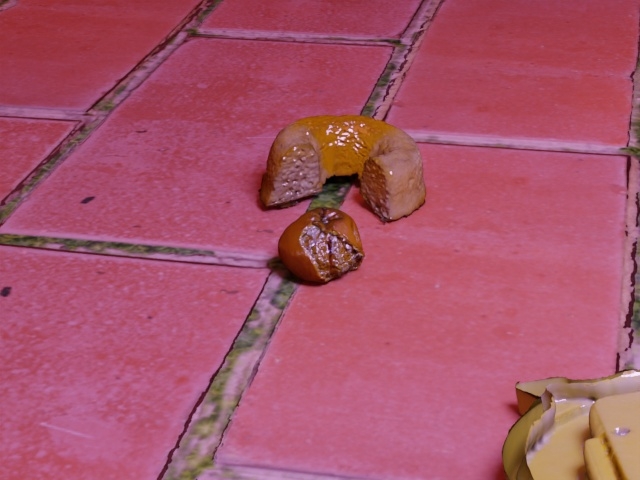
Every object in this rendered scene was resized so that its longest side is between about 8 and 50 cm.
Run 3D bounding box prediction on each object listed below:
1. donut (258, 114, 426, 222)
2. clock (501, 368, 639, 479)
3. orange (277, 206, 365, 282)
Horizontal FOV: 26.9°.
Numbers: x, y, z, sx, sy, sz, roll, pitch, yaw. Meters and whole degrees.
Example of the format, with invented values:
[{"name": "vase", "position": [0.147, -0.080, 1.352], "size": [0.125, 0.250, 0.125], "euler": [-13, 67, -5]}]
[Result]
[{"name": "donut", "position": [0.027, -0.085, 1.432], "size": [0.181, 0.078, 0.146], "euler": [7, 31, 13]}, {"name": "clock", "position": [0.269, 0.163, 0.936], "size": [0.277, 0.071, 0.293], "euler": [-6, 15, 9]}, {"name": "orange", "position": [0.000, 0.000, 1.282], "size": [0.086, 0.062, 0.086], "euler": [-2, 24, 1]}]
